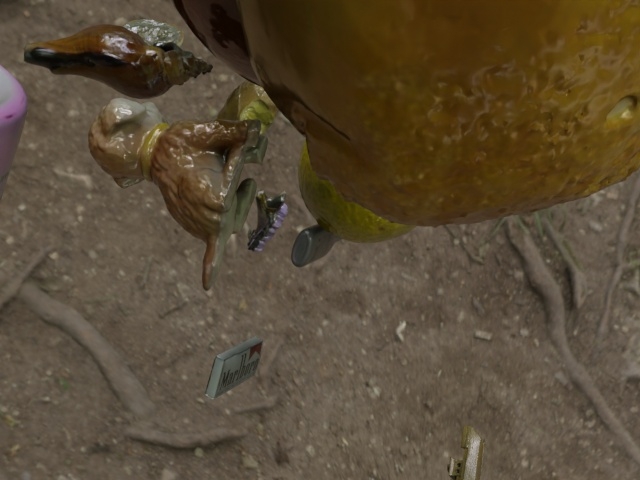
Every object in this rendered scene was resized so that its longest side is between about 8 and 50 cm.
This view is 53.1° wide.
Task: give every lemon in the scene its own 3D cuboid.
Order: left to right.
[{"bbox_3d":[0.081,-0.116,1.129,0.267,0.267,0.268,-5,58,7],"label":"lemon"}]

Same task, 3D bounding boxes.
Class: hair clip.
[{"bbox_3d":[-0.140,-0.040,1.567,0.084,0.292,0.106,22,64,-7],"label":"hair clip"}]

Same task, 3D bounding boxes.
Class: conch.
[{"bbox_3d":[-0.261,-0.231,0.833,0.232,0.086,0.080,7,34,-22],"label":"conch"}]

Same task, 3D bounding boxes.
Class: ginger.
[{"bbox_3d":[-0.167,-0.240,1.248,0.086,0.294,0.131,19,73,-29],"label":"ginger"}]

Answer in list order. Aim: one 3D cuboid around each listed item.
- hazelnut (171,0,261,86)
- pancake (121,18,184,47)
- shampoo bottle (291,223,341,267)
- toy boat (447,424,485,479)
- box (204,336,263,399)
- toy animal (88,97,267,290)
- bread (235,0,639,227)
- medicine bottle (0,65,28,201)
[{"bbox_3d":[-0.009,-0.329,0.634,0.315,0.372,0.373,24,64,6],"label":"hazelnut"},{"bbox_3d":[-0.369,-0.429,1.379,0.158,0.028,0.158,1,51,-2],"label":"pancake"},{"bbox_3d":[0.000,0.000,1.234,0.040,0.080,0.165,26,22,19],"label":"shampoo bottle"},{"bbox_3d":[0.320,0.521,1.436,0.072,0.064,0.206,0,57,30],"label":"toy boat"},{"bbox_3d":[-0.215,0.321,1.622,0.035,0.177,0.115,23,108,23],"label":"box"},{"bbox_3d":[-0.167,-0.058,0.666,0.185,0.104,0.184,16,76,1],"label":"toy animal"},{"bbox_3d":[0.120,-0.196,0.388,0.360,0.395,0.250,-12,36,-7],"label":"bread"},{"bbox_3d":[-0.395,-0.033,0.586,0.178,0.291,0.178,24,26,-12],"label":"medicine bottle"}]
